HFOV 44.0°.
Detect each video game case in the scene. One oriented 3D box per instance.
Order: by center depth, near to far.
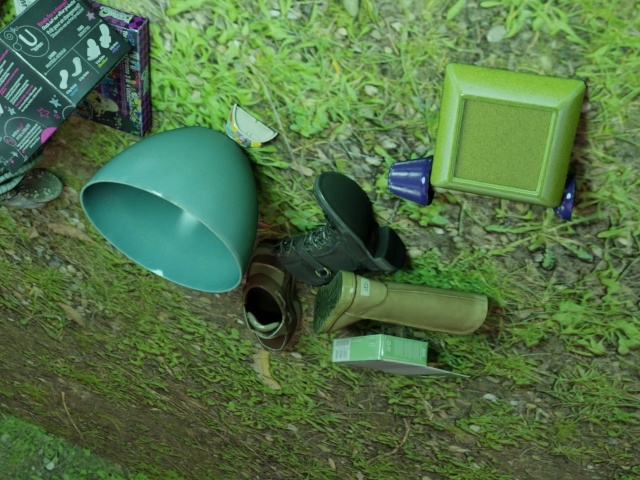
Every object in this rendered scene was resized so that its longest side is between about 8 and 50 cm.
[{"bbox_3d":[-0.378,-0.288,1.276,0.210,0.041,0.232,20,143,5],"label":"video game case"}]

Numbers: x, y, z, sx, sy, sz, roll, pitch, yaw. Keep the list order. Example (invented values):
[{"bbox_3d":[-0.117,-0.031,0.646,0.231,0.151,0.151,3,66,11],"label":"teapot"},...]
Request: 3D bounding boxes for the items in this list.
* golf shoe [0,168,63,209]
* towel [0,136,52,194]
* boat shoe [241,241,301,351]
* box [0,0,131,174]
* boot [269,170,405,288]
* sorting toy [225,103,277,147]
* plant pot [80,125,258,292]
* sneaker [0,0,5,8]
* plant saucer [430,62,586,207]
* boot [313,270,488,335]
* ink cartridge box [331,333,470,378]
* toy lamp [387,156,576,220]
[{"bbox_3d":[-0.575,-0.097,1.609,0.176,0.069,0.086,1,158,30],"label":"golf shoe"},{"bbox_3d":[-0.617,-0.178,1.357,0.235,0.283,0.121,18,115,-2],"label":"towel"},{"bbox_3d":[-0.111,0.140,1.605,0.123,0.116,0.324,13,142,12],"label":"boat shoe"},{"bbox_3d":[-0.429,-0.241,1.189,0.142,0.163,0.247,43,138,-19],"label":"box"},{"bbox_3d":[0.000,0.000,1.401,0.229,0.091,0.263,-13,133,37],"label":"boot"},{"bbox_3d":[-0.126,-0.175,1.299,0.083,0.044,0.075,34,161,-15],"label":"sorting toy"},{"bbox_3d":[-0.219,-0.076,1.315,0.290,0.195,0.290,20,151,12],"label":"plant pot"},{"bbox_3d":[-0.579,-0.366,1.225,0.131,0.111,0.296,40,139,-22],"label":"sneaker"},{"bbox_3d":[0.250,-0.136,1.089,0.188,0.045,0.188,11,120,14],"label":"plant saucer"},{"bbox_3d":[0.136,0.137,1.466,0.270,0.089,0.236,10,160,-14],"label":"boot"},{"bbox_3d":[0.165,0.241,1.621,0.235,0.056,0.171,14,163,-30],"label":"ink cartridge box"},{"bbox_3d":[0.239,-0.082,1.195,0.275,0.080,0.080,7,141,15],"label":"toy lamp"}]
